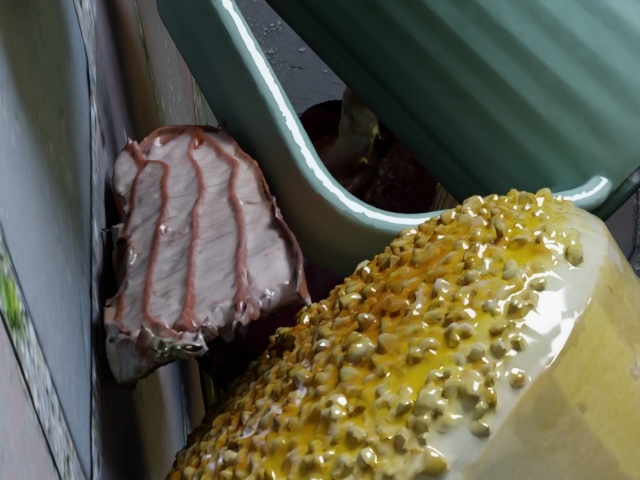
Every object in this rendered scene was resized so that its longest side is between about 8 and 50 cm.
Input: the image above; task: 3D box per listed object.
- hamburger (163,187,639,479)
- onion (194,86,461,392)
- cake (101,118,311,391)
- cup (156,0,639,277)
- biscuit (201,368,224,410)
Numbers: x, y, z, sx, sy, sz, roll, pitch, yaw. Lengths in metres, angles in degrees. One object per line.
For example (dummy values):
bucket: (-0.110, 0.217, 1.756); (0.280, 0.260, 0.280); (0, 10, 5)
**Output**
hamburger: (0.040, 0.104, 0.702); (0.170, 0.302, 0.302); (39, 4, -6)
onion: (-0.003, 0.029, 1.146); (0.230, 0.256, 0.272); (-44, 111, -38)
cake: (-0.068, 0.009, 0.772); (0.287, 0.098, 0.135); (-143, -137, -80)
cup: (0.095, -0.189, 0.910); (0.310, 0.392, 0.401); (-50, 179, 32)
biscuit: (-0.093, 0.129, 1.340); (0.084, 0.023, 0.084); (172, -90, -89)
